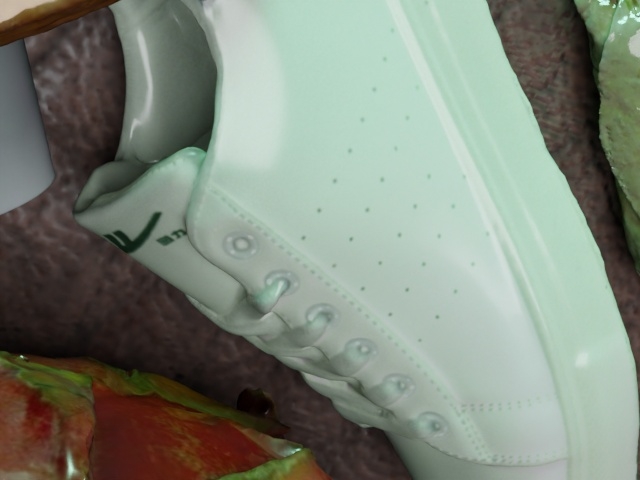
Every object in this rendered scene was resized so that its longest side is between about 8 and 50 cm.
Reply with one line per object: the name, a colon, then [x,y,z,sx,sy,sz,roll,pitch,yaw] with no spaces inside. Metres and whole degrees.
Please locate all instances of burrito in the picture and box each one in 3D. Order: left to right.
burrito: [0.145,-0.051,0.752,0.058,0.045,0.188,-18,112,-3]

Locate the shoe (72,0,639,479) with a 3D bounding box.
shoe: [0.000,0.000,0.671,0.160,0.132,0.363,-27,108,-20]

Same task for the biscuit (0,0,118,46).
biscuit: [-0.068,-0.201,0.579,0.283,0.043,0.306,18,75,-9]

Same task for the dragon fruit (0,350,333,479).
dragon fruit: [-0.124,0.168,0.620,0.342,0.277,0.277,12,102,-30]

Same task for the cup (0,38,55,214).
cup: [-0.174,-0.067,0.626,0.136,0.099,0.133,-14,110,-13]
